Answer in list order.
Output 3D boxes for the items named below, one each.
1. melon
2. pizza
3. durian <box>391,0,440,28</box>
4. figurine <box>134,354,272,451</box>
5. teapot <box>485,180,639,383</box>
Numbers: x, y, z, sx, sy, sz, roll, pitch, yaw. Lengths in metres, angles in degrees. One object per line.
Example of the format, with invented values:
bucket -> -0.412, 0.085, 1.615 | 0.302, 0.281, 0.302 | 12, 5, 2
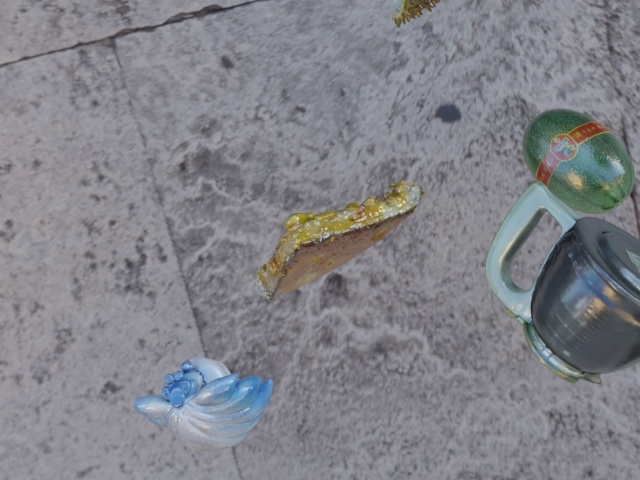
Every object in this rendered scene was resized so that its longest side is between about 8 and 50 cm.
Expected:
melon -> 0.537, -0.177, 1.842 | 0.287, 0.182, 0.182 | 49, 116, 34
pizza -> 0.000, 0.000, 0.755 | 0.178, 0.131, 0.041 | -36, 73, 28
durian -> 0.146, -0.422, 1.235 | 0.139, 0.144, 0.252 | 26, 131, 44
figurine -> -0.088, 0.136, 0.725 | 0.114, 0.114, 0.079 | -23, 69, 17
teapot -> 0.417, 0.092, 1.425 | 0.322, 0.239, 0.239 | 36, 119, 0
